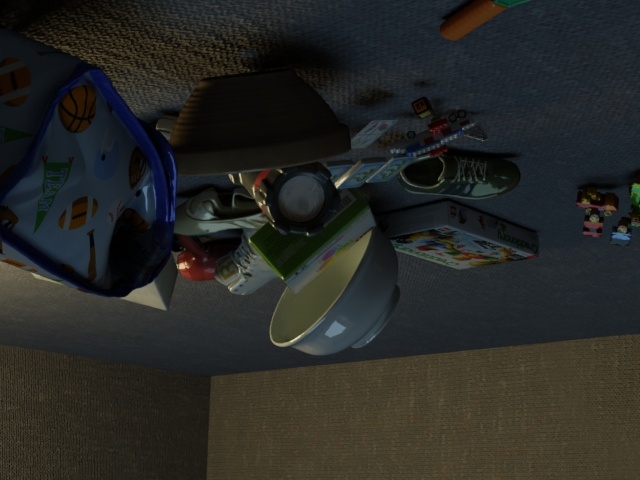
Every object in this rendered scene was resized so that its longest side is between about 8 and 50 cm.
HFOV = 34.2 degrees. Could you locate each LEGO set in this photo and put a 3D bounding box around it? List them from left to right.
[{"bbox_3d":[0.110,-0.121,1.459,0.183,0.060,0.244,-8,159,-40],"label":"LEGO set"}]

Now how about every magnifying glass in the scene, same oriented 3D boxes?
[{"bbox_3d":[0.205,-0.264,1.091,0.092,0.026,0.231,9,164,-29],"label":"magnifying glass"}]

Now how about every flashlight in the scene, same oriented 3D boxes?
[{"bbox_3d":[-0.054,-0.086,1.434,0.103,0.103,0.304,32,-174,-17],"label":"flashlight"}]

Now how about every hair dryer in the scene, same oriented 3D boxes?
[{"bbox_3d":[-0.254,0.027,2.114,0.294,0.080,0.223,6,164,-19],"label":"hair dryer"}]

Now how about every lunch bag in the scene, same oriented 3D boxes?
[{"bbox_3d":[-0.356,-0.098,1.181,0.328,0.238,0.385,26,166,19],"label":"lunch bag"}]

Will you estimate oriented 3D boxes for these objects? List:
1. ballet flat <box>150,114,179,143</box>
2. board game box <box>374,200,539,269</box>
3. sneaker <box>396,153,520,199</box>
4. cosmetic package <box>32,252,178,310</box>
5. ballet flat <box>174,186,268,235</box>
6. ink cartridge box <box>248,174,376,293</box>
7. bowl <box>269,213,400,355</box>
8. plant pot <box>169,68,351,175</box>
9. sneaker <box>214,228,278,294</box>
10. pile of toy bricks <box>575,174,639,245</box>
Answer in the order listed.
[{"bbox_3d":[-0.232,-0.145,1.495,0.206,0.073,0.067,-11,147,27],"label":"ballet flat"},{"bbox_3d":[0.259,-0.005,2.009,0.193,0.053,0.305,-12,161,42],"label":"board game box"},{"bbox_3d":[0.210,-0.102,1.619,0.192,0.064,0.086,0,170,17],"label":"sneaker"},{"bbox_3d":[-0.429,0.019,1.953,0.285,0.097,0.377,12,164,0],"label":"cosmetic package"},{"bbox_3d":[-0.159,-0.061,1.812,0.249,0.086,0.086,-4,165,11],"label":"ballet flat"},{"bbox_3d":[0.000,0.000,1.789,0.189,0.097,0.255,-41,163,-2],"label":"ink cartridge box"},{"bbox_3d":[0.050,0.101,1.884,0.134,0.297,0.298,36,153,-16],"label":"bowl"},{"bbox_3d":[-0.083,-0.153,1.288,0.238,0.109,0.237,-5,-168,1],"label":"plant pot"},{"bbox_3d":[-0.132,0.036,1.986,0.169,0.108,0.292,-29,161,5],"label":"sneaker"},{"bbox_3d":[0.531,-0.065,1.711,0.212,0.118,0.105,7,134,13],"label":"pile of toy bricks"}]
